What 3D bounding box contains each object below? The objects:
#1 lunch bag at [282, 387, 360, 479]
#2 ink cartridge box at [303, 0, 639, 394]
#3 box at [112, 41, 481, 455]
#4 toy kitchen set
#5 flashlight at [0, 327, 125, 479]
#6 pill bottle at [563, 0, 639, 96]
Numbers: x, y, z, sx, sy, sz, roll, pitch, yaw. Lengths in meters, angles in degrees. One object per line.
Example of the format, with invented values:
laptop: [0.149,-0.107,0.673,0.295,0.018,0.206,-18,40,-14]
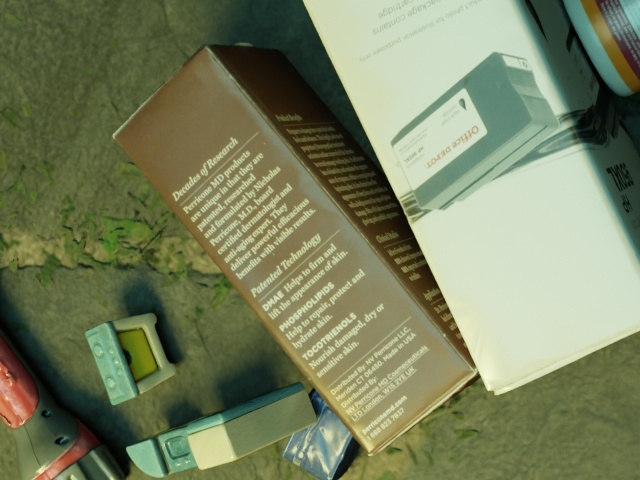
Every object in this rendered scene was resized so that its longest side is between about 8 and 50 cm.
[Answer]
lunch bag: [0.008,0.182,1.550,0.065,0.067,0.098,29,104,14]
ink cartridge box: [0.159,-0.095,1.359,0.166,0.285,0.394,-26,87,19]
box: [0.000,0.000,1.471,0.143,0.191,0.381,-40,82,18]
toy kitchen set: [-0.138,0.139,1.532,0.207,0.122,0.166,-23,87,41]
flashlight: [-0.328,0.156,1.637,0.304,0.103,0.103,53,142,2]
pill bottle: [0.333,-0.225,1.374,0.221,0.121,0.121,-28,86,19]
